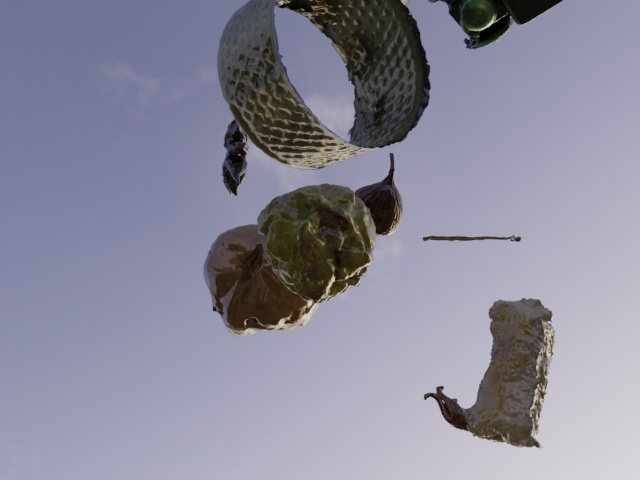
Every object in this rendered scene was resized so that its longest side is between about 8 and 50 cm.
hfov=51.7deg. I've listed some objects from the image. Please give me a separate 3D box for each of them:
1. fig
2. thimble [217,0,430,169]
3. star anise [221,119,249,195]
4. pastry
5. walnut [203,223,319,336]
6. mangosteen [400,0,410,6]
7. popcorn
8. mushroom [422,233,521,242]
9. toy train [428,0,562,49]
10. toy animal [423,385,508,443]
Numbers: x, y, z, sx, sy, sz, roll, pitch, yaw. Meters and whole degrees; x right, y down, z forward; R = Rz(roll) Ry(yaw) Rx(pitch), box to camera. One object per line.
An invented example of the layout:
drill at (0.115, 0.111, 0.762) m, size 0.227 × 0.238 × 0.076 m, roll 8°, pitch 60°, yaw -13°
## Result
fig at (0.166, -0.114, 1.682) m, size 0.146 × 0.133 × 0.201 m, roll 22°, pitch -67°, yaw -18°
thimble at (0.006, -0.235, 0.906) m, size 0.271 × 0.270 × 0.150 m, roll 33°, pitch -28°, yaw -30°
star anise at (-0.211, -0.213, 1.639) m, size 0.061 × 0.180 × 0.204 m, roll 4°, pitch -70°, yaw -14°
pastry at (0.319, 0.216, 1.096) m, size 0.122 × 0.258 × 0.089 m, roll 3°, pitch -37°, yaw 25°
walnut at (-0.156, 0.119, 1.928) m, size 0.384 × 0.383 × 0.383 m, roll -3°, pitch -47°, yaw -3°
mangosteen at (0.095, -0.529, 1.352) m, size 0.210 × 0.209 × 0.209 m, roll -3°, pitch -47°, yaw -3°
popcorn at (0.002, -0.006, 1.556) m, size 0.282 × 0.247 × 0.281 m, roll -9°, pitch -72°, yaw -30°
mushroom at (0.411, -0.006, 1.774) m, size 0.287 × 0.025 × 0.028 m, roll 0°, pitch -37°, yaw -15°
toy train at (0.321, -0.473, 1.161) m, size 0.238 × 0.299 × 0.167 m, roll -26°, pitch -57°, yaw 33°
toy animal at (0.350, 0.394, 1.499) m, size 0.242 × 0.099 × 0.056 m, roll 14°, pitch -54°, yaw -8°
